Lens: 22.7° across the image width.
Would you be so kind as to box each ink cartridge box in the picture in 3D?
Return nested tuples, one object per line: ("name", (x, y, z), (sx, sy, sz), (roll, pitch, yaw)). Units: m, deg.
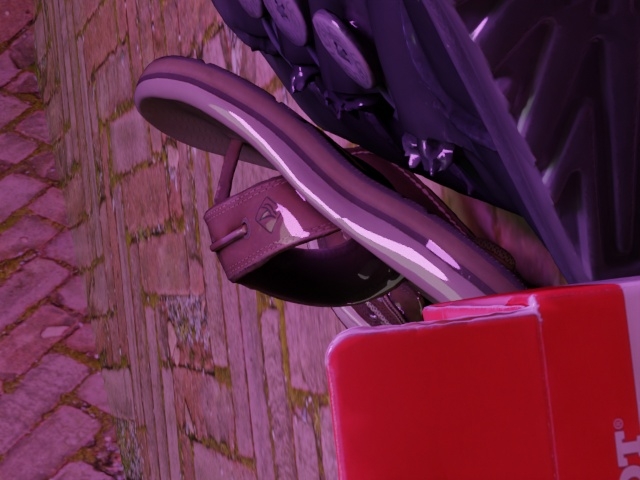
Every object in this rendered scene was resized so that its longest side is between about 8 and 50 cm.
("ink cartridge box", (0.109, 0.073, 0.411), (0.078, 0.231, 0.134), (170, 95, -74))

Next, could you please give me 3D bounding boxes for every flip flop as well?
("flip flop", (0.000, 0.000, 0.705), (0.277, 0.112, 0.080), (38, 94, 35))

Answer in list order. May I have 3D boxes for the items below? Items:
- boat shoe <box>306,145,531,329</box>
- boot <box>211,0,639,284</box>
("boat shoe", (0.072, 0.029, 0.811), (0.257, 0.095, 0.095), (58, 149, 35))
("boot", (0.029, -0.173, 0.665), (0.445, 0.146, 0.367), (-128, 18, -67))
